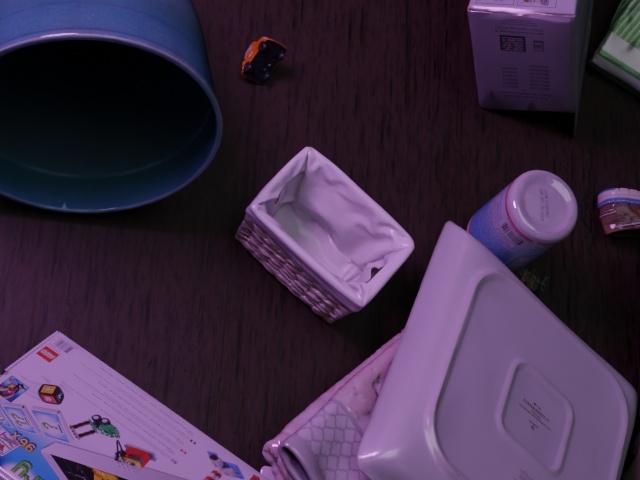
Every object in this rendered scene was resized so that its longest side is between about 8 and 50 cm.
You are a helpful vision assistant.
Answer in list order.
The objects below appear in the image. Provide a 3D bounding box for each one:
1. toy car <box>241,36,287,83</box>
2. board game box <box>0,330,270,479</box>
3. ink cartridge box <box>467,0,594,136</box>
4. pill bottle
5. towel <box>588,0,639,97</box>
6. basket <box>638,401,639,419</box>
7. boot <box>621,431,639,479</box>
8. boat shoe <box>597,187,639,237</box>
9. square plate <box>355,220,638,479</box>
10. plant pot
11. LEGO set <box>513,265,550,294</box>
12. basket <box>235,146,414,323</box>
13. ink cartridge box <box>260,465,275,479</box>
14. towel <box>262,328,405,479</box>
[{"bbox_3d":[-0.104,-0.222,1.474,0.122,0.060,0.040,4,36,-26],"label":"toy car"},{"bbox_3d":[-0.190,0.225,1.181,0.305,0.053,0.193,34,34,10],"label":"board game box"},{"bbox_3d":[0.280,-0.327,1.592,0.130,0.272,0.309,6,63,15],"label":"ink cartridge box"},{"bbox_3d":[0.223,-0.013,1.453,0.087,0.160,0.087,8,67,-18],"label":"pill bottle"},{"bbox_3d":[0.536,-0.316,1.693,0.248,0.038,0.325,31,87,-7],"label":"towel"},{"bbox_3d":[0.463,0.117,1.501,0.204,0.154,0.227,35,63,-45],"label":"basket"},{"bbox_3d":[0.387,0.267,1.446,0.042,0.087,0.118,5,68,-21],"label":"boot"},{"bbox_3d":[0.438,-0.018,1.598,0.183,0.066,0.066,7,72,-7],"label":"boat shoe"},{"bbox_3d":[0.218,0.197,1.349,0.347,0.049,0.344,42,47,-19],"label":"square plate"},{"bbox_3d":[-0.244,-0.210,1.308,0.272,0.271,0.255,6,54,-19],"label":"plant pot"},{"bbox_3d":[0.251,0.060,1.518,0.054,0.023,0.083,2,82,-18],"label":"LEGO set"},{"bbox_3d":[0.000,0.000,1.396,0.167,0.103,0.113,42,61,0],"label":"basket"},{"bbox_3d":[0.009,0.303,1.302,0.180,0.060,0.104,15,64,-15],"label":"ink cartridge box"},{"bbox_3d":[0.123,0.271,1.298,0.317,0.053,0.332,-32,92,-47],"label":"towel"}]
